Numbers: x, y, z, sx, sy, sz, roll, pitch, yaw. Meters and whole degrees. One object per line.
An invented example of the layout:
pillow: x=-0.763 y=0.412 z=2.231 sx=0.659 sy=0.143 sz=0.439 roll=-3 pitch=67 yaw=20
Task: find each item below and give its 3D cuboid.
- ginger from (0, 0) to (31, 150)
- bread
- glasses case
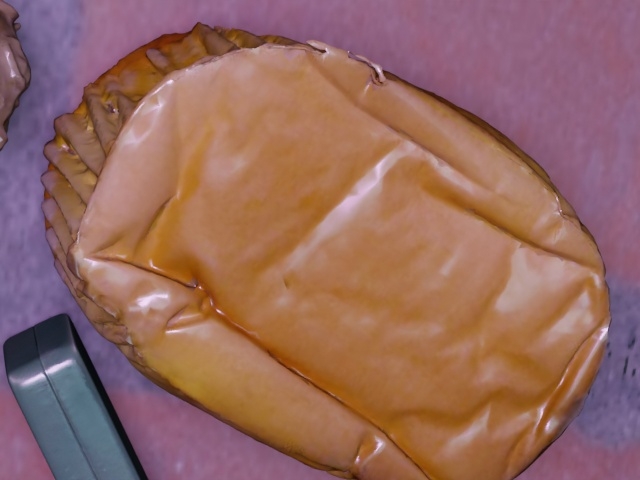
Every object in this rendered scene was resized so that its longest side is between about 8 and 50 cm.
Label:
ginger: x=-0.291 y=-0.124 z=0.796 sx=0.256 sy=0.176 sz=0.375 roll=-22 pitch=107 yaw=7
bread: x=0.000 y=0.000 z=0.910 sx=0.288 sy=0.156 sz=0.204 roll=23 pitch=103 yaw=-21
glasses case: x=-0.112 y=0.133 z=0.943 sx=0.039 sy=0.078 sz=0.184 roll=-25 pitch=106 yaw=-5
